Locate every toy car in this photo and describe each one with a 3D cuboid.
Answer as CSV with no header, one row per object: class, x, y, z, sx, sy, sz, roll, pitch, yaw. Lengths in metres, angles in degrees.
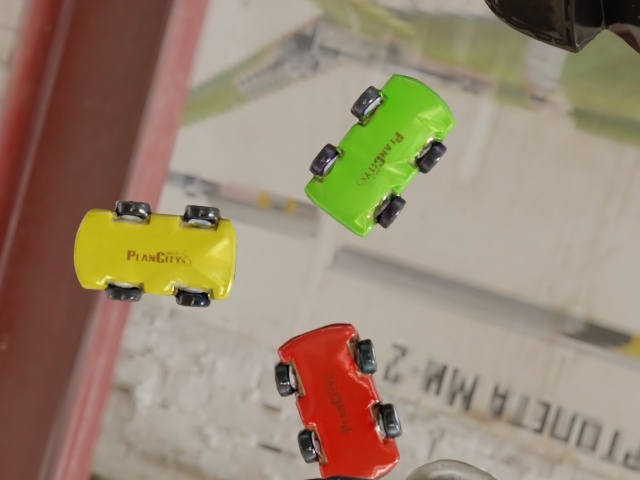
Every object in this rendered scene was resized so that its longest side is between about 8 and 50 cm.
toy car,0.000,0.000,1.091,0.239,0.225,0.053,38,-177,3

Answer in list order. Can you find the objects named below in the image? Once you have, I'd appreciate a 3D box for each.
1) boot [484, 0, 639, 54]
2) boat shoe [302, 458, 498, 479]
boot,0.272,-0.179,1.061,0.264,0.096,0.280,25,-127,30
boat shoe,0.075,0.140,0.655,0.340,0.158,0.127,-21,-129,-17
